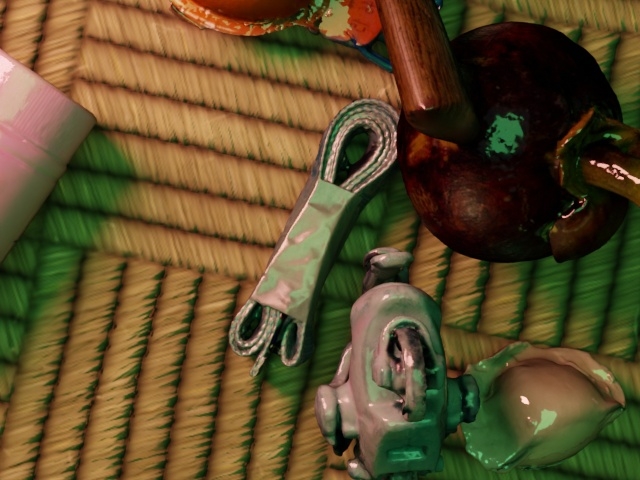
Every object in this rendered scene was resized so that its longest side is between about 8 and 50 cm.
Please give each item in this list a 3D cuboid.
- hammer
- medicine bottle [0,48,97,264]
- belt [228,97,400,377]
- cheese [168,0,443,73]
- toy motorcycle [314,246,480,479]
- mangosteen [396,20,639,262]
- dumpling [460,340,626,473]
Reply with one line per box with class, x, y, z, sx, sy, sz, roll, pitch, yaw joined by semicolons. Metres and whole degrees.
hammer;0.055;-0.265;1.151;0.242;0.095;0.409;11;57;-42
medicine bottle;-0.344;-0.056;1.221;0.152;0.152;0.254;35;88;-3
belt;0.000;0.000;1.279;0.087;0.072;0.302;26;89;-1
cheese;-0.033;-0.281;1.250;0.329;0.129;0.217;27;86;-14
toy motorcycle;0.069;0.127;1.204;0.154;0.260;0.206;-2;49;-4
mangosteen;0.210;-0.088;1.190;0.231;0.289;0.231;-8;101;-44
dumpling;0.215;0.163;1.283;0.188;0.108;0.127;-17;54;-18
